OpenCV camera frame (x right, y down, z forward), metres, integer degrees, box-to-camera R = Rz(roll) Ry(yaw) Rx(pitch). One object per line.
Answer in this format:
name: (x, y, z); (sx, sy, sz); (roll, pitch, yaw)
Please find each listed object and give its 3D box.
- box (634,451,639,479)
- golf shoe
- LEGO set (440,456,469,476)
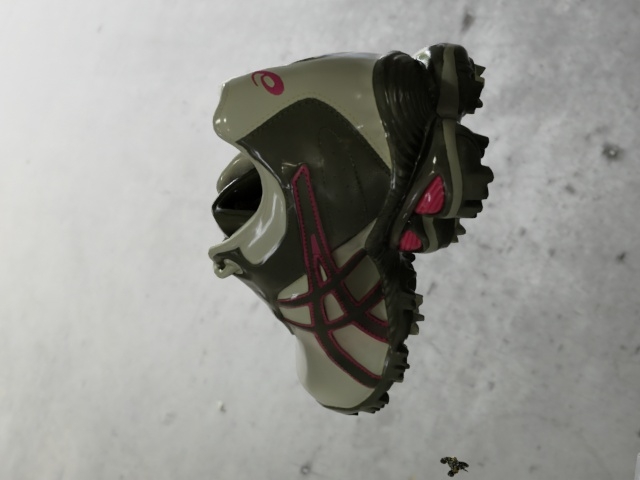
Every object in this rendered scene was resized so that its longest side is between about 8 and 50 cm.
box: (0.134, 0.081, 0.364); (0.067, 0.018, 0.083); (-30, 5, 23)
golf shoe: (0.000, 0.000, 0.577); (0.273, 0.120, 0.105); (102, 169, -53)
LEGO set: (0.099, 0.200, 0.821); (0.054, 0.023, 0.083); (-137, 60, -66)
